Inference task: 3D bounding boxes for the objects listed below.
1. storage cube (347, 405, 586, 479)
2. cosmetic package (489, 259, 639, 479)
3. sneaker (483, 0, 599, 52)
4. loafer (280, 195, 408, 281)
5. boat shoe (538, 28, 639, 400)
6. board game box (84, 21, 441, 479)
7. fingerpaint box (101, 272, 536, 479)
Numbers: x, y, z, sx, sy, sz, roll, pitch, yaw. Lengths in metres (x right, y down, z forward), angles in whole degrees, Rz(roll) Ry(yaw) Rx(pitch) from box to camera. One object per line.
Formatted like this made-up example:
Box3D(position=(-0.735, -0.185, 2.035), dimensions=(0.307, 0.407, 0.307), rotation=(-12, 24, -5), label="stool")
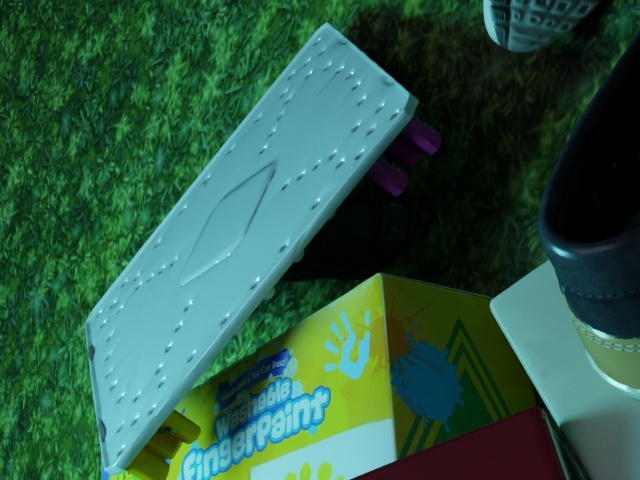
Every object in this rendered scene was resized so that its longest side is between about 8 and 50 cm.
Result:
Box3D(position=(0.098, 0.250, 1.038), dimensions=(0.193, 0.183, 0.215), rotation=(-24, 52, 9), label="storage cube")
Box3D(position=(0.239, 0.132, 1.042), dimensions=(0.129, 0.153, 0.296), rotation=(-35, 42, 9), label="cosmetic package")
Box3D(position=(0.191, -0.295, 1.393), dimensions=(0.129, 0.111, 0.297), rotation=(174, 111, -73), label="sneaker")
Box3D(position=(0.000, 0.000, 1.580), dimensions=(0.223, 0.078, 0.076), rotation=(-14, 67, 55), label="loafer")
Box3D(position=(0.286, -0.138, 0.996), dimensions=(0.187, 0.156, 0.500), rotation=(16, 68, 50), label="boat shoe")
Box3D(position=(-0.066, -0.002, 1.515), dimensions=(0.390, 0.050, 0.390), rotation=(-51, 18, 6), label="board game box")
Box3D(position=(-0.007, 0.284, 1.400), dimensions=(0.445, 0.163, 0.371), rotation=(-34, 51, 46), label="fingerpaint box")
